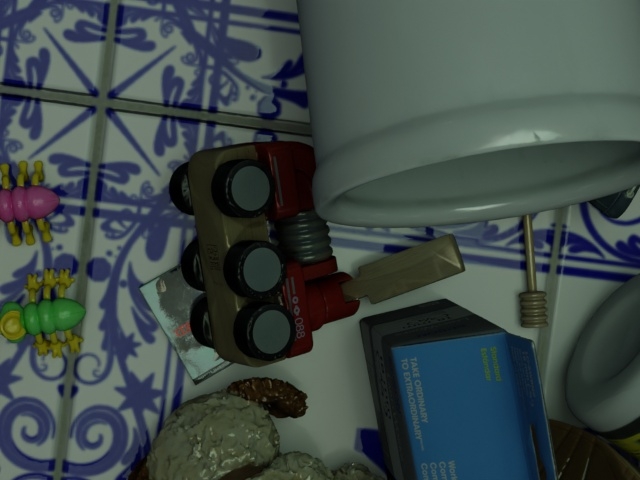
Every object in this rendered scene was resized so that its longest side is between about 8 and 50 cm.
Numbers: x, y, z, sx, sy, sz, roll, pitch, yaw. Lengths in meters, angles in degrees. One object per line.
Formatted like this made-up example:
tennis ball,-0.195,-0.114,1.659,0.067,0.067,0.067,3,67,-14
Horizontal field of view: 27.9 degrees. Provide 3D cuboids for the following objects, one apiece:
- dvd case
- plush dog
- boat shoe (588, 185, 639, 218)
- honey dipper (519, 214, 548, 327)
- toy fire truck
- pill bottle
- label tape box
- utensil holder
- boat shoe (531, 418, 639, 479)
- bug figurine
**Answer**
dvd case,-0.124,0.079,1.349,0.087,0.013,0.119,-29,97,-4
plush dog,-0.083,0.260,1.290,0.262,0.210,0.225,-36,73,-3
boat shoe,0.345,-0.140,1.342,0.079,0.095,0.255,37,72,-15
honey dipper,0.225,0.013,1.376,0.030,0.030,0.161,-3,91,-6
toy fire truck,0.000,0.000,1.307,0.246,0.158,0.217,-13,99,-34
pill bottle,0.434,0.185,1.323,0.334,0.188,0.188,33,89,-12
label tape box,0.127,0.196,1.221,0.105,0.333,0.241,-11,94,-6
utensil holder,0.132,-0.231,1.179,0.327,0.327,0.386,-7,79,-6
boat shoe,0.320,0.290,1.296,0.123,0.342,0.123,37,79,-48
bug figurine,-0.355,0.031,1.291,0.216,0.072,0.279,-11,94,-6
